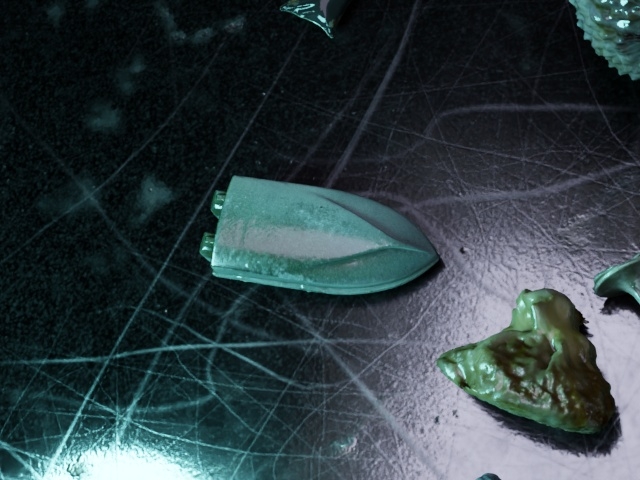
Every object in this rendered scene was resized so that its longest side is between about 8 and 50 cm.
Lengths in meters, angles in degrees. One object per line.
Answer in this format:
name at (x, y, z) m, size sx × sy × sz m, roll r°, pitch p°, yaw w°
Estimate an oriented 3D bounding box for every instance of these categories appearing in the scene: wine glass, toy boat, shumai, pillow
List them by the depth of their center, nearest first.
wine glass at (0.389, 0.111, 1.153) m, size 0.122 × 0.122 × 0.183 m, roll -29°, pitch 60°, yaw 8°
shumai at (0.249, 0.131, 1.170) m, size 0.209 × 0.161 × 0.153 m, roll 17°, pitch 80°, yaw 42°
toy boat at (0.000, 0.000, 1.346) m, size 0.320 × 0.092 × 0.141 m, roll 8°, pitch 74°, yaw 15°
pillow at (0.019, -0.379, 1.493) m, size 0.090 × 0.048 × 0.150 m, roll 29°, pitch 81°, yaw 28°

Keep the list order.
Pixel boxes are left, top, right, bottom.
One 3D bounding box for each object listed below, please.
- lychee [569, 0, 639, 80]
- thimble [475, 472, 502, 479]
lychee at (0.446, -0.320, 1.192) m, size 0.300 × 0.300 × 0.300 m, roll -6°, pitch 69°, yaw 17°
thimble at (0.218, 0.340, 1.120) m, size 0.151 × 0.127 × 0.118 m, roll 29°, pitch 85°, yaw 14°
